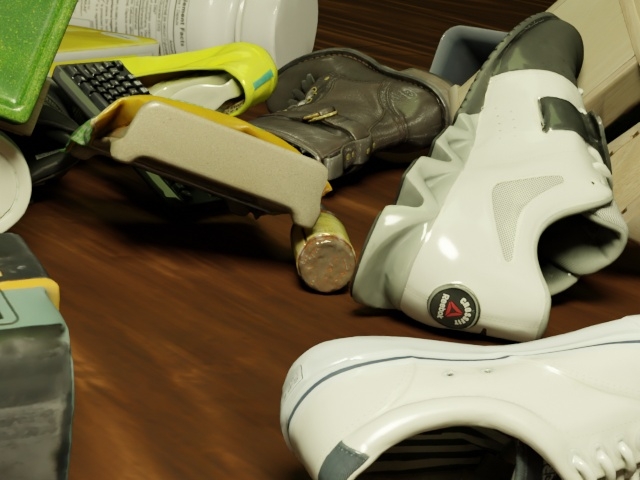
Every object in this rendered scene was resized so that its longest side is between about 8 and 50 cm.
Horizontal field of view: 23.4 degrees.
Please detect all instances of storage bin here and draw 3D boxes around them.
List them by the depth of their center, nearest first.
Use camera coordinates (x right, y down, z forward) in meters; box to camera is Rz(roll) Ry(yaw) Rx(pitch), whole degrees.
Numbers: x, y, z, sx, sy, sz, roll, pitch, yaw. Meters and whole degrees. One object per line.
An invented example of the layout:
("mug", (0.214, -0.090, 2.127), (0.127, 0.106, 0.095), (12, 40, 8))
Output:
("storage bin", (0.199, -0.167, 1.696), (0.135, 0.098, 0.091), (14, -10, 32))

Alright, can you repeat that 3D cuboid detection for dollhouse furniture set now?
("dollhouse furniture set", (-0.132, -0.128, 1.060), (0.301, 0.151, 0.197), (20, -3, -18))
("dollhouse furniture set", (0.294, -0.039, 1.265), (0.303, 0.198, 0.286), (26, 41, -29))

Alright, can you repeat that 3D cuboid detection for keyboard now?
("keyboard", (-0.129, -0.088, 1.251), (0.108, 0.023, 0.180), (-6, 46, -51))

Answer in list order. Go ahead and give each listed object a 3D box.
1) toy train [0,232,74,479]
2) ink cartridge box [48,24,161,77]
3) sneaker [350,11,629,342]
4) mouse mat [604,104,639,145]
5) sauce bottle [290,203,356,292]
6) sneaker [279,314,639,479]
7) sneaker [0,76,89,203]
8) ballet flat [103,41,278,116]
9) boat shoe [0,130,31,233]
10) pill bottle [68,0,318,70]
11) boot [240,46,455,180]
("toy train", (-0.260, 0.056, 0.637), (0.334, 0.142, 0.190), (-4, 27, -30))
("ink cartridge box", (-0.384, -0.194, 1.632), (0.303, 0.072, 0.307), (16, 17, 34))
("sneaker", (0.149, -0.038, 1.068), (0.146, 0.122, 0.330), (23, 44, 11))
("mouse mat", (0.238, -0.110, 1.448), (0.152, 0.007, 0.189), (-1, -15, -20))
("sauce bottle", (0.000, 0.000, 1.081), (0.042, 0.042, 0.128), (4, 17, -5))
("sneaker", (0.112, 0.097, 0.712), (0.258, 0.094, 0.091), (-3, 35, -12))
("sneaker", (-0.230, -0.079, 1.239), (0.130, 0.087, 0.227), (46, 4, 18))
("ballet flat", (-0.148, -0.122, 1.350), (0.231, 0.077, 0.077), (-11, 27, 21))
("boat shoe", (-0.346, -0.056, 1.043), (0.319, 0.116, 0.099), (1, 19, 4))
("pill bottle", (-0.157, -0.264, 1.780), (0.283, 0.160, 0.160), (11, 16, 19))
("boot", (-0.020, -0.108, 1.402), (0.263, 0.091, 0.229), (10, 22, 44))
